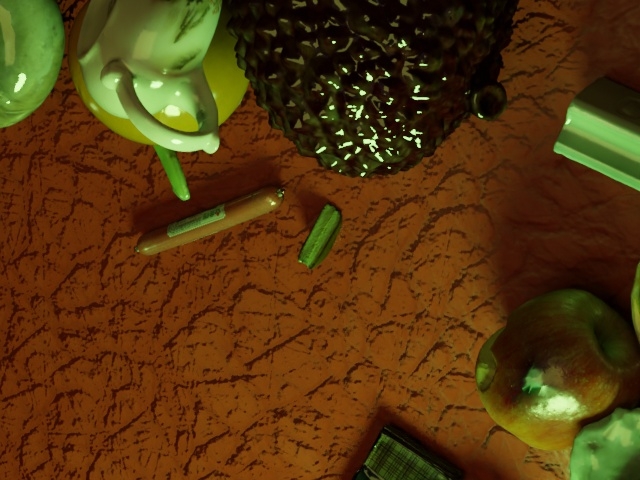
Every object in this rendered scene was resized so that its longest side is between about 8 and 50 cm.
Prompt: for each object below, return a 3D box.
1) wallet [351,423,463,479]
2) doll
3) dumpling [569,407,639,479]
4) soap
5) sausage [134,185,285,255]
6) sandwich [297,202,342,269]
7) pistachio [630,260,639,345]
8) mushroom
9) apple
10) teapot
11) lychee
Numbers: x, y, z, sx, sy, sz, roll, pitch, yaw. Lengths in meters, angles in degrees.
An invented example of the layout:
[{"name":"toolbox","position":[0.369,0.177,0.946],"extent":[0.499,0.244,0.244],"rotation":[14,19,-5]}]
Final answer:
[{"name":"wallet","position":[0.083,0.350,1.871],"extent":[0.124,0.042,0.230],"rotation":[32,122,11]},{"name":"doll","position":[-0.197,-0.188,1.728],"extent":[0.213,0.213,0.236],"rotation":[33,134,13]},{"name":"dumpling","position":[0.409,0.340,1.592],"extent":[0.270,0.212,0.321],"rotation":[0,150,19]},{"name":"soap","position":[0.352,-0.091,1.512],"extent":[0.198,0.119,0.066],"rotation":[27,120,16]},{"name":"sausage","position":[-0.142,-0.023,1.850],"extent":[0.253,0.034,0.034],"rotation":[-20,99,31]},{"name":"sandwich","position":[0.000,0.000,1.783],"extent":[0.031,0.044,0.083],"rotation":[28,77,11]},{"name":"pistachio","position":[0.411,0.097,1.564],"extent":[0.145,0.117,0.200],"rotation":[-27,87,-5]},{"name":"mushroom","position":[-0.447,-0.247,1.814],"extent":[0.243,0.243,0.244],"rotation":[10,113,24]},{"name":"apple","position":[0.260,0.146,1.624],"extent":[0.199,0.199,0.199],"rotation":[10,113,24]},{"name":"teapot","position":[-0.164,-0.210,1.510],"extent":[0.139,0.298,0.204],"rotation":[24,138,-25]},{"name":"lychee","position":[0.057,-0.217,1.509],"extent":[0.330,0.306,0.306],"rotation":[35,121,17]}]
